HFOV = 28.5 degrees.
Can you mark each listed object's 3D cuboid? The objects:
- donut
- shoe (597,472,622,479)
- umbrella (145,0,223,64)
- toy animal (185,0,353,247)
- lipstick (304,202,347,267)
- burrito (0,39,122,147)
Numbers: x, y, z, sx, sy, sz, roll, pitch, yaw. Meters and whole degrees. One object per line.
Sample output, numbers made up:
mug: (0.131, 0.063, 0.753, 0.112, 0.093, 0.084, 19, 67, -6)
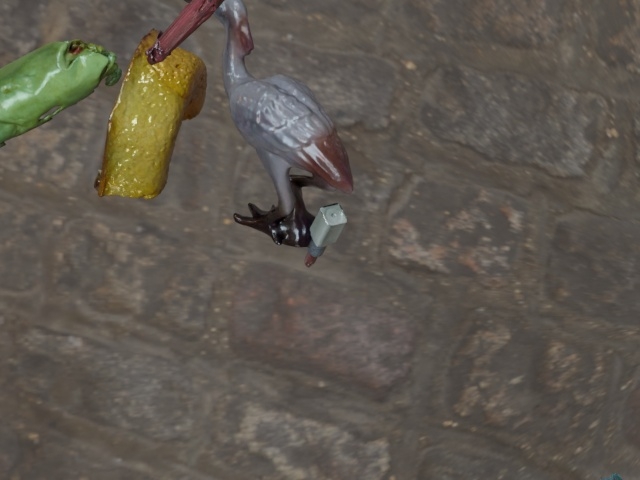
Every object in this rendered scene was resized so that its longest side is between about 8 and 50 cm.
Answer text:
donut: (-0.219, -0.182, 1.656, 0.101, 0.152, 0.259, 18, 49, 2)
shoe: (0.259, 0.246, 1.082, 0.071, 0.143, 0.064, -28, 102, -7)
umbrella: (-0.074, -0.173, 0.875, 0.165, 0.025, 0.027, -38, 38, 37)
toy animal: (-0.060, -0.142, 1.399, 0.195, 0.090, 0.324, -8, 102, 47)
lipstick: (0.000, 0.000, 1.368, 0.025, 0.107, 0.025, -14, 64, -25)
burrito: (-0.297, -0.097, 0.999, 0.288, 0.054, 0.104, -25, 40, -3)
